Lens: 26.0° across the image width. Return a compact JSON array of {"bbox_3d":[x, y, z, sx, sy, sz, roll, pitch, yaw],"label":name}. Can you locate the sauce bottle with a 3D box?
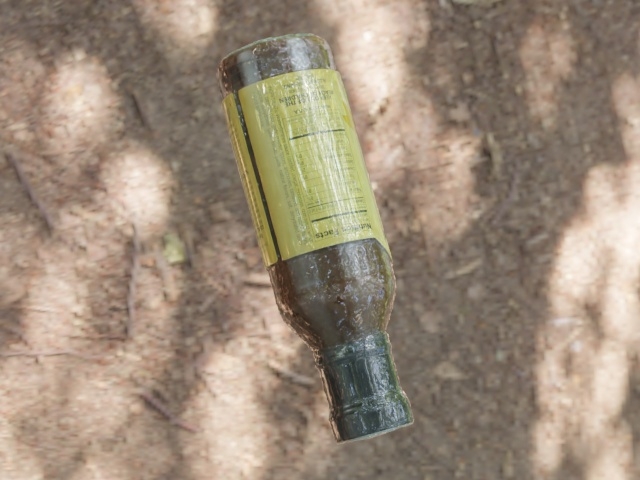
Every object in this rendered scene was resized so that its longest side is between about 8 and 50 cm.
[{"bbox_3d":[0.000,0.000,1.188,0.111,0.111,0.344,-8,81,-41],"label":"sauce bottle"}]
